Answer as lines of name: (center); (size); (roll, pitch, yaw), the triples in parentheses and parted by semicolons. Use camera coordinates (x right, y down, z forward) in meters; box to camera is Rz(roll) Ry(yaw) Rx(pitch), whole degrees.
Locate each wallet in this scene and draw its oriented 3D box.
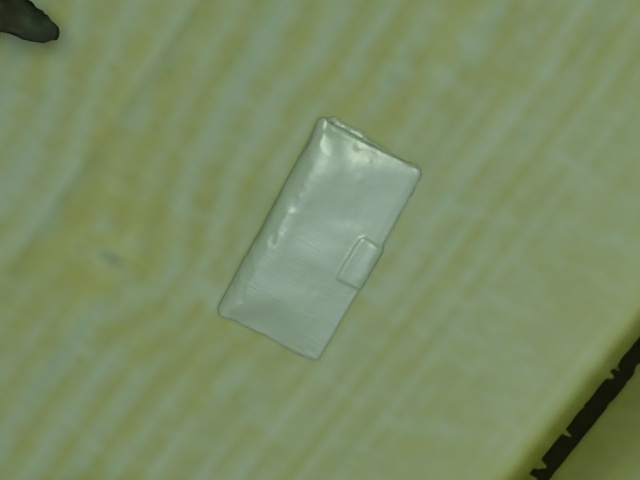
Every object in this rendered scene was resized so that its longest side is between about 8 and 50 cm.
wallet: (0.000, 0.000, 0.478); (0.044, 0.011, 0.083); (28, 100, -8)

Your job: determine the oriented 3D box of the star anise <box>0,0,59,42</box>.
star anise: (-0.166, -0.116, 0.421); (0.195, 0.065, 0.182); (-43, 102, 3)
